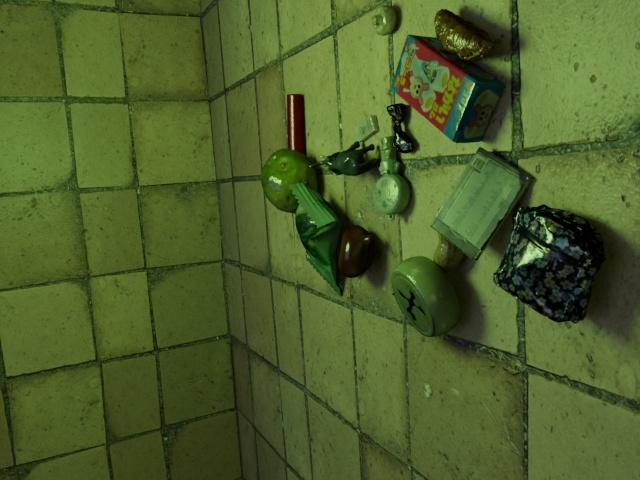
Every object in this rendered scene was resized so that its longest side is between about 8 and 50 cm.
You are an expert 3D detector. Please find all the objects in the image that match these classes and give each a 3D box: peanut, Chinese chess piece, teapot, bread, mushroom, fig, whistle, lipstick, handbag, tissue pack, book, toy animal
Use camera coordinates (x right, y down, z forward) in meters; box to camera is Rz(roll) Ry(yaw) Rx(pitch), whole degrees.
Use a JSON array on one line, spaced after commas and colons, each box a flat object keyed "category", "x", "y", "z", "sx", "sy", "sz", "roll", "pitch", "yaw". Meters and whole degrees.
[{"category": "peanut", "x": 0.341, "y": 0.001, "z": 1.398, "sx": 0.089, "sy": 0.089, "sz": 0.192, "roll": 42, "pitch": 132, "yaw": 52}, {"category": "Chinese chess piece", "x": 0.285, "y": 0.157, "z": 1.465, "sx": 0.237, "sy": 0.092, "sz": 0.237, "roll": 56, "pitch": 164, "yaw": 25}, {"category": "teapot", "x": 0.130, "y": 0.053, "z": 1.792, "sx": 0.252, "sy": 0.135, "sz": 0.178, "roll": 92, "pitch": -167, "yaw": -57}, {"category": "bread", "x": 0.335, "y": -0.479, "z": 1.262, "sx": 0.076, "sy": 0.105, "sz": 0.233, "roll": -67, "pitch": 33, "yaw": 36}, {"category": "mushroom", "x": 0.185, "y": -0.644, "z": 1.556, "sx": 0.083, "sy": 0.068, "sz": 0.083, "roll": 44, "pitch": 141, "yaw": 50}, {"category": "fig", "x": -0.094, "y": -0.214, "z": 2.120, "sx": 0.233, "sy": 0.314, "sz": 0.233, "roll": -22, "pitch": 50, "yaw": 29}, {"category": "whistle", "x": 0.214, "y": -0.189, "z": 1.620, "sx": 0.126, "sy": 0.067, "sz": 0.257, "roll": -7, "pitch": 86, "yaw": 50}, {"category": "lipstick", "x": -0.101, "y": -0.452, "z": 2.163, "sx": 0.073, "sy": 0.073, "sz": 0.279, "roll": 17, "pitch": 110, "yaw": 61}, {"category": "handbag", "x": 0.473, "y": 0.039, "z": 1.099, "sx": 0.229, "sy": 0.127, "sz": 0.207, "roll": 44, "pitch": 128, "yaw": 51}, {"category": "tissue pack", "x": 0.150, "y": -0.366, "z": 1.740, "sx": 0.108, "sy": 0.023, "sz": 0.056, "roll": -27, "pitch": 73, "yaw": 62}, {"category": "book", "x": 0.380, "y": -0.088, "z": 1.273, "sx": 0.157, "sy": 0.026, "sz": 0.231, "roll": 46, "pitch": 115, "yaw": 40}, {"category": "toy animal", "x": 0.086, "y": -0.268, "z": 1.757, "sx": 0.270, "sy": 0.137, "sz": 0.082, "roll": 13, "pitch": 127, "yaw": 53}]

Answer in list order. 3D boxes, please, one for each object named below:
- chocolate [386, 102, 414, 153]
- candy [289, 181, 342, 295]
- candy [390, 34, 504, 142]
[{"category": "chocolate", "x": 0.230, "y": -0.326, "z": 1.554, "sx": 0.072, "sy": 0.070, "sz": 0.147, "roll": 156, "pitch": 109, "yaw": -67}, {"category": "candy", "x": -0.006, "y": 0.003, "z": 1.999, "sx": 0.263, "sy": 0.172, "sz": 0.397, "roll": -122, "pitch": 23, "yaw": -47}, {"category": "candy", "x": 0.310, "y": -0.388, "z": 1.343, "sx": 0.305, "sy": 0.100, "sz": 0.157, "roll": 57, "pitch": 142, "yaw": 42}]
